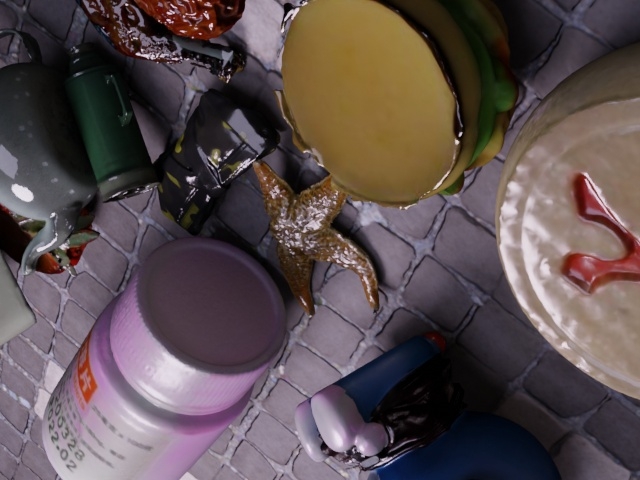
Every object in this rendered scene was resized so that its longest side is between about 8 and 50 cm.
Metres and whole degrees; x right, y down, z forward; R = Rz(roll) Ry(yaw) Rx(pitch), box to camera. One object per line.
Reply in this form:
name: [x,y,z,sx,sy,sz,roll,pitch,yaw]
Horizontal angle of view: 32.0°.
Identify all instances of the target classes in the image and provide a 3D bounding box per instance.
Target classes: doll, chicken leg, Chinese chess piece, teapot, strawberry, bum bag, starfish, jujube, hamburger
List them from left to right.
teapot: [-0.350,-0.116,1.349,0.129,0.193,0.294,-21,85,17]
strawberry: [-0.388,-0.027,1.522,0.174,0.098,0.228,46,154,-12]
chicken leg: [-0.196,-0.250,1.246,0.253,0.051,0.106,38,130,4]
jujube: [-0.153,-0.284,1.154,0.176,0.109,0.112,37,100,20]
bum bag: [-0.135,-0.090,1.306,0.107,0.060,0.232,54,135,5]
starfish: [0.002,-0.001,1.276,0.138,0.050,0.247,13,140,31]
hamburger: [0.084,-0.149,1.036,0.237,0.149,0.237,24,130,33]
doll: [0.132,0.269,1.247,0.310,0.240,0.284,58,177,7]
Chinese chess piece: [0.319,-0.012,0.961,0.338,0.140,0.338,20,131,25]

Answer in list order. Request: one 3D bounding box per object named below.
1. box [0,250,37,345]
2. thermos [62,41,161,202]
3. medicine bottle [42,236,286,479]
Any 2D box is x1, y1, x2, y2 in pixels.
box: [-0.538,-0.048,1.524,0.373,0.090,0.367,17,135,61]
thermos: [-0.255,-0.143,1.321,0.083,0.073,0.187,132,118,-84]
medicine bottle: [-0.208,0.177,1.439,0.219,0.219,0.388,43,137,3]
